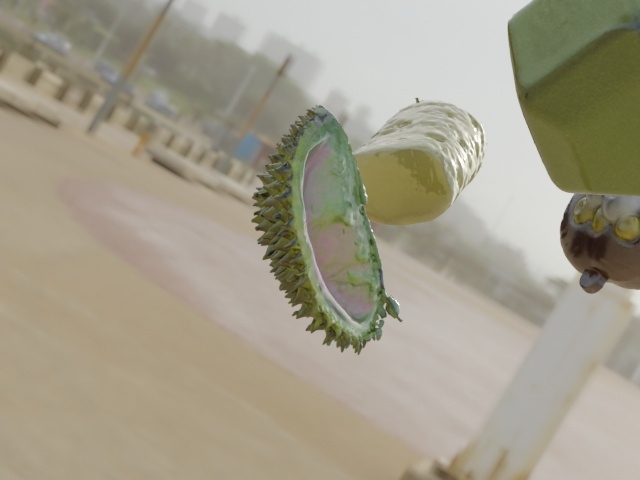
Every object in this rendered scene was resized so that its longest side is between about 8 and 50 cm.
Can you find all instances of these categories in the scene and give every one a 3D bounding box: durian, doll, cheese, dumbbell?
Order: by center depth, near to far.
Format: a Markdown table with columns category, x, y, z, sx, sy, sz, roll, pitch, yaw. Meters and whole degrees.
| category | x | y | z | sx | sy | sz | roll | pitch | yaw |
| --- | --- | --- | --- | --- | --- | --- | --- | --- | --- |
| dumbbell | 0.133 | -0.158 | 0.718 | 0.108 | 0.302 | 0.121 | -12 | -36 | 16 |
| doll | 0.269 | -0.040 | 1.359 | 0.145 | 0.188 | 0.096 | -10 | -37 | 43 |
| durian | -0.009 | 0.003 | 1.421 | 0.095 | 0.137 | 0.221 | -11 | -72 | 43 |
| cheese | 0.099 | -0.082 | 1.662 | 0.123 | 0.094 | 0.167 | 4 | 21 | 20 |
